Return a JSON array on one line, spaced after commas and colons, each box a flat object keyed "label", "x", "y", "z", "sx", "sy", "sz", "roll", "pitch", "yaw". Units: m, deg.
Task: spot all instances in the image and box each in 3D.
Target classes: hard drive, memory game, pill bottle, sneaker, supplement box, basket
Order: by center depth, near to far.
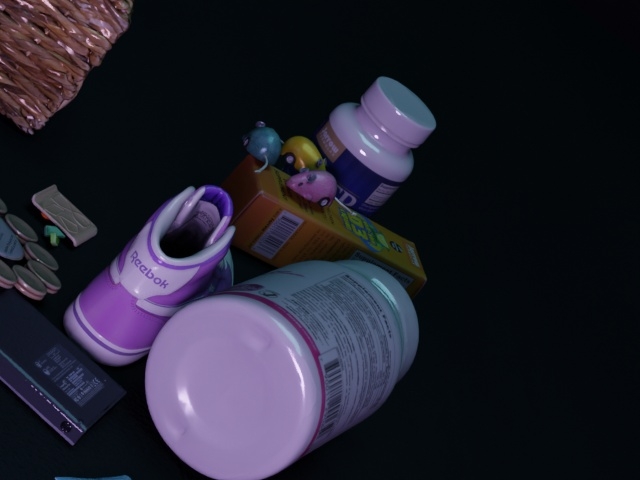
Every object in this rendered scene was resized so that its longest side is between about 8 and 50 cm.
[{"label": "hard drive", "x": -0.229, "y": 0.100, "z": 1.566, "sx": 0.135, "sy": 0.022, "sz": 0.094, "roll": 43, "pitch": 23, "yaw": 1}, {"label": "memory game", "x": -0.295, "y": -0.014, "z": 1.635, "sx": 0.186, "sy": 0.012, "sz": 0.186, "roll": 40, "pitch": 11, "yaw": -9}, {"label": "pill bottle", "x": -0.023, "y": 0.105, "z": 1.706, "sx": 0.160, "sy": 0.160, "sz": 0.283, "roll": 46, "pitch": 23, "yaw": 11}, {"label": "sneaker", "x": -0.112, "y": 0.011, "z": 1.736, "sx": 0.102, "sy": 0.161, "sz": 0.282, "roll": 41, "pitch": 21, "yaw": 1}, {"label": "basket", "x": -0.325, "y": -0.296, "z": 1.869, "sx": 0.299, "sy": 0.213, "sz": 0.223, "roll": 34, "pitch": 25, "yaw": -18}, {"label": "supplement box", "x": 0.000, "y": 0.000, "z": 2.037, "sx": 0.233, "sy": 0.080, "sz": 0.078, "roll": 29, "pitch": 25, "yaw": -30}, {"label": "pill bottle", "x": 0.036, "y": -0.086, "z": 2.105, "sx": 0.112, "sy": 0.187, "sz": 0.112, "roll": 34, "pitch": 24, "yaw": -17}]

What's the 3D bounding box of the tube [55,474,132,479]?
[{"label": "tube", "x": -0.119, "y": 0.250, "z": 1.448, "sx": 0.207, "sy": 0.052, "sz": 0.080, "roll": 49, "pitch": 18, "yaw": 29}]

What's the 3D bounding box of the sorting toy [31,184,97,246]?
[{"label": "sorting toy", "x": -0.242, "y": -0.019, "z": 1.768, "sx": 0.062, "sy": 0.012, "sz": 0.083, "roll": 47, "pitch": 19, "yaw": 1}]

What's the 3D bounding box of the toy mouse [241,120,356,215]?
[{"label": "toy mouse", "x": -0.029, "y": -0.082, "z": 1.996, "sx": 0.161, "sy": 0.031, "sz": 0.143, "roll": 43, "pitch": 17, "yaw": 19}]
